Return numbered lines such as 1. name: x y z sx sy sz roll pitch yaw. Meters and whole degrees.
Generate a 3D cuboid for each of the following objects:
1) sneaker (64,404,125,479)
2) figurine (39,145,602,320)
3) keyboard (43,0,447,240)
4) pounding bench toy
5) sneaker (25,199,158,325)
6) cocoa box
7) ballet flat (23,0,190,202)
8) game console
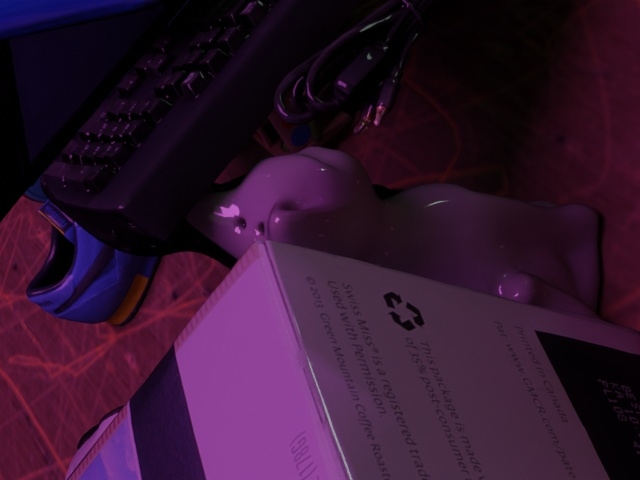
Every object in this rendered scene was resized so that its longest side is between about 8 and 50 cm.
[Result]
1. sneaker: -0.084 0.187 0.762 0.315 0.127 0.182 33 106 53
2. figurine: 0.000 0.000 0.652 0.215 0.209 0.092 7 84 52
3. keyboard: 0.009 -0.129 0.594 0.201 0.033 0.317 15 63 52
4. pounding bench toy: -0.014 -0.078 0.813 0.052 0.065 0.083 -39 40 -7
5. sneaker: -0.144 -0.038 0.958 0.069 0.082 0.209 36 105 53
6. cocoa box: 0.049 0.214 0.495 0.228 0.231 0.347 -50 43 30
7. ballet flat: -0.145 -0.156 1.002 0.280 0.095 0.096 -56 30 7
8. game console: -0.081 -0.146 0.759 0.250 0.173 0.293 93 -157 -49
